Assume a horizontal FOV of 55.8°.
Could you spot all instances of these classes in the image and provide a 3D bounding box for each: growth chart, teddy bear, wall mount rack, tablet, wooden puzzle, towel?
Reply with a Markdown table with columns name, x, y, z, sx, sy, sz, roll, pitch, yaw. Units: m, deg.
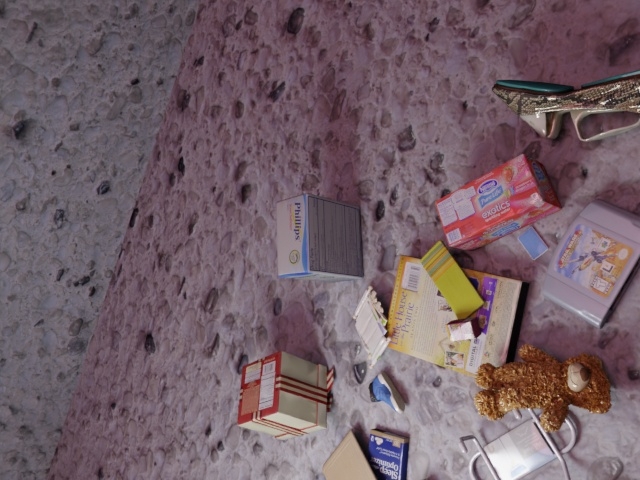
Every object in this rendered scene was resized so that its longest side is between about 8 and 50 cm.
| name | x | y | z | sx | sy | sz | roll | pitch | yaw |
| --- | --- | --- | --- | --- | --- | --- | --- | --- | --- |
| growth chart | 0.169 | 0.279 | 2.003 | 0.172 | 0.021 | 0.237 | -59 | 35 | 36 |
| teddy bear | 0.556 | 0.368 | 1.549 | 0.338 | 0.245 | 0.113 | 1 | 127 | 36 |
| wall mount rack | 0.529 | 0.612 | 1.594 | 0.350 | 0.130 | 0.304 | -46 | 56 | 29 |
| tablet | 0.600 | 0.008 | 1.709 | 0.054 | 0.006 | 0.083 | -45 | 57 | 28 |
| wooden puzzle | 0.102 | 0.781 | 1.994 | 0.221 | 0.044 | 0.239 | -60 | 38 | 29 |
| towel | 0.389 | 0.119 | 1.796 | 0.102 | 0.021 | 0.237 | -50 | 54 | 31 |

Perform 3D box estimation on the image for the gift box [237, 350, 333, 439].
| name | x | y | z | sx | sy | sz | roll | pitch | yaw |
| --- | --- | --- | --- | --- | --- | --- | --- | --- | --- |
| gift box | -0.110 | 0.530 | 2.123 | 0.255 | 0.258 | 0.276 | -24 | 48 | 40 |

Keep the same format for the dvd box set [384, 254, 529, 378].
| name | x | y | z | sx | sy | sz | roll | pitch | yaw |
| --- | --- | --- | --- | --- | --- | --- | --- | --- | --- |
| dvd box set | 0.395 | 0.229 | 1.827 | 0.420 | 0.062 | 0.308 | 11 | 91 | 43 |

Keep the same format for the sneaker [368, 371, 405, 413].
| name | x | y | z | sx | sy | sz | roll | pitch | yaw |
| --- | --- | --- | --- | --- | --- | --- | --- | --- | --- |
| sneaker | 0.208 | 0.510 | 1.954 | 0.084 | 0.058 | 0.152 | -48 | 50 | 20 |

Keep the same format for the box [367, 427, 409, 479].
| name | x | y | z | sx | sy | sz | roll | pitch | yaw |
| --- | --- | --- | --- | --- | --- | --- | --- | --- | --- |
| box | 0.212 | 0.731 | 1.935 | 0.136 | 0.036 | 0.225 | 1 | 85 | 43 |

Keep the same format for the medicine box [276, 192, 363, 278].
| name | x | y | z | sx | sy | sz | roll | pitch | yaw |
| --- | --- | --- | --- | --- | --- | --- | --- | --- | --- |
| medicine box | 0.000 | 0.000 | 2.072 | 0.149 | 0.289 | 0.264 | -12 | 75 | 41 |

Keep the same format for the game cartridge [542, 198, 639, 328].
| name | x | y | z | sx | sy | sz | roll | pitch | yaw |
| --- | --- | --- | --- | --- | --- | --- | --- | --- | --- |
| game cartridge | 0.711 | 0.052 | 1.570 | 0.198 | 0.062 | 0.297 | 33 | 106 | 36 |

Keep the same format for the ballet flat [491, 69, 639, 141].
| name | x | y | z | sx | sy | sz | roll | pitch | yaw |
| --- | --- | --- | --- | --- | --- | --- | --- | --- | --- |
| ballet flat | 0.681 | -0.353 | 1.609 | 0.482 | 0.164 | 0.182 | 7 | 108 | 42 |

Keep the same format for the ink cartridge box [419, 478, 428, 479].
| name | x | y | z | sx | sy | sz | roll | pitch | yaw |
| --- | --- | --- | --- | --- | --- | --- | --- | --- | --- |
| ink cartridge box | 0.290 | 0.847 | 1.804 | 0.154 | 0.093 | 0.212 | 44 | 114 | 37 |

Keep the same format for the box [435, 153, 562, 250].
| name | x | y | z | sx | sy | sz | roll | pitch | yaw |
| --- | --- | --- | --- | --- | --- | --- | --- | --- | --- |
| box | 0.500 | -0.101 | 1.726 | 0.300 | 0.142 | 0.154 | -31 | 63 | 35 |

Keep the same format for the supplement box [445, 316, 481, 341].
| name | x | y | z | sx | sy | sz | roll | pitch | yaw |
| --- | --- | --- | --- | --- | --- | --- | --- | --- | --- |
| supplement box | 0.408 | 0.254 | 1.730 | 0.083 | 0.043 | 0.055 | -15 | 92 | 40 |
